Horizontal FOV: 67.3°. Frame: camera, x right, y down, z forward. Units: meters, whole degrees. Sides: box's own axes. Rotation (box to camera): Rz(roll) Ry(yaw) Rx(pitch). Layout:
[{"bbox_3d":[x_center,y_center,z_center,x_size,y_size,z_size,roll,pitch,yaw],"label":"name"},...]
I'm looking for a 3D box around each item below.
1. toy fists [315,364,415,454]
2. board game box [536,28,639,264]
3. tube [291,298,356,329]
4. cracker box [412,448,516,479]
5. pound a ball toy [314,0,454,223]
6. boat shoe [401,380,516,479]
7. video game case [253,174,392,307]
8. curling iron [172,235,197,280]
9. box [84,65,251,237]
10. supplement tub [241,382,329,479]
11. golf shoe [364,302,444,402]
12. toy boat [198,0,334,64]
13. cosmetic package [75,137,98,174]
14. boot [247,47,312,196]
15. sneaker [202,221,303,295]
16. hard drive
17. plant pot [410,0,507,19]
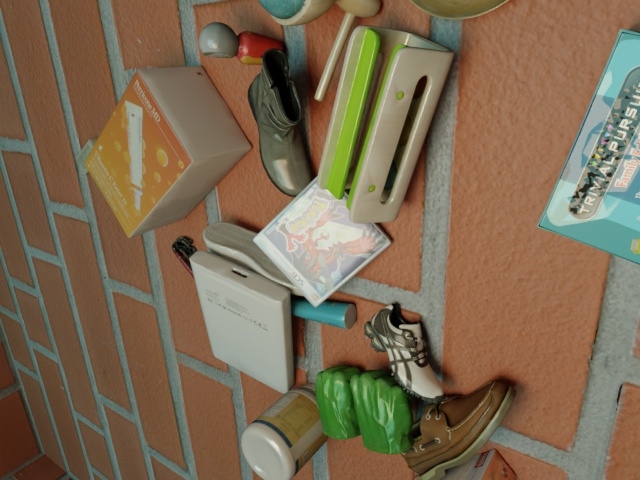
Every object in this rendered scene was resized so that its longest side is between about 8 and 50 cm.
[{"bbox_3d":[0.083,0.326,0.974,0.279,0.096,0.142,-16,86,57],"label":"toy fists"},{"bbox_3d":[0.467,-0.072,0.545,0.336,0.079,0.253,27,123,27],"label":"board game box"},{"bbox_3d":[-0.024,0.147,1.030,0.207,0.080,0.052,5,85,32],"label":"tube"},{"bbox_3d":[0.240,0.499,0.910,0.067,0.156,0.232,51,131,9],"label":"cracker box"},{"bbox_3d":[0.089,-0.216,0.768,0.208,0.136,0.319,50,136,44],"label":"pound a ball toy"},{"bbox_3d":[0.231,0.343,0.882,0.104,0.111,0.307,39,128,17],"label":"boat shoe"},{"bbox_3d":[0.000,0.000,0.910,0.201,0.023,0.183,-42,91,18],"label":"video game case"},{"bbox_3d":[-0.301,0.104,1.247,0.068,0.035,0.274,-40,82,41],"label":"curling iron"},{"bbox_3d":[-0.350,-0.189,1.074,0.345,0.168,0.215,-35,86,41],"label":"box"},{"bbox_3d":[-0.064,0.430,1.090,0.144,0.200,0.144,15,117,33],"label":"supplement tub"},{"bbox_3d":[0.165,0.204,0.887,0.198,0.077,0.094,48,120,26],"label":"golf shoe"},{"bbox_3d":[-0.088,-0.408,0.761,0.318,0.148,0.267,-51,50,48],"label":"toy boat"},{"bbox_3d":[-0.647,-0.239,1.369,0.115,0.041,0.060,-25,92,41],"label":"cosmetic package"},{"bbox_3d":[-0.067,-0.197,0.857,0.161,0.083,0.246,-177,66,-74],"label":"boot"},{"bbox_3d":[-0.126,0.079,1.072,0.293,0.108,0.169,24,137,23],"label":"sneaker"},{"bbox_3d":[-0.169,0.196,1.095,0.233,0.047,0.353,22,137,21],"label":"hard drive"},{"bbox_3d":[0.199,-0.422,0.638,0.236,0.032,0.236,15,116,33],"label":"plant pot"}]
